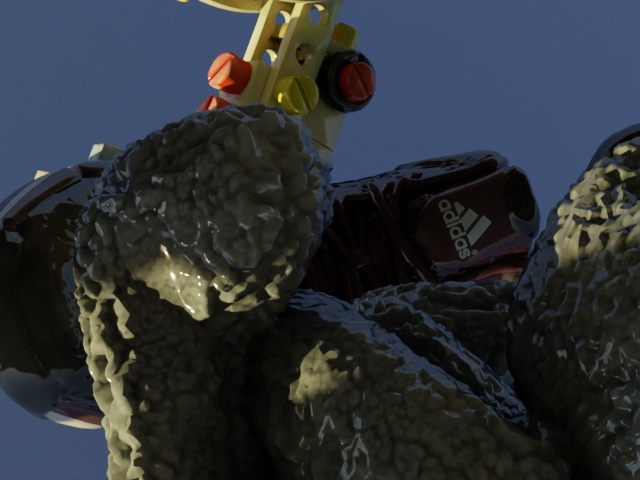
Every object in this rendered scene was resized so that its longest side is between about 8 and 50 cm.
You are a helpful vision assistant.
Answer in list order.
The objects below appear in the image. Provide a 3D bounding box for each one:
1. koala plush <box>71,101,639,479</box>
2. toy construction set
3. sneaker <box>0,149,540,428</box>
[{"bbox_3d":[0.079,0.049,0.360,0.221,0.196,0.203,-26,-123,25],"label":"koala plush"},{"bbox_3d":[-0.076,-0.116,1.033,0.151,0.215,0.328,27,-91,54],"label":"toy construction set"},{"bbox_3d":[0.000,0.000,0.572,0.162,0.281,0.107,-16,-94,29],"label":"sneaker"}]
